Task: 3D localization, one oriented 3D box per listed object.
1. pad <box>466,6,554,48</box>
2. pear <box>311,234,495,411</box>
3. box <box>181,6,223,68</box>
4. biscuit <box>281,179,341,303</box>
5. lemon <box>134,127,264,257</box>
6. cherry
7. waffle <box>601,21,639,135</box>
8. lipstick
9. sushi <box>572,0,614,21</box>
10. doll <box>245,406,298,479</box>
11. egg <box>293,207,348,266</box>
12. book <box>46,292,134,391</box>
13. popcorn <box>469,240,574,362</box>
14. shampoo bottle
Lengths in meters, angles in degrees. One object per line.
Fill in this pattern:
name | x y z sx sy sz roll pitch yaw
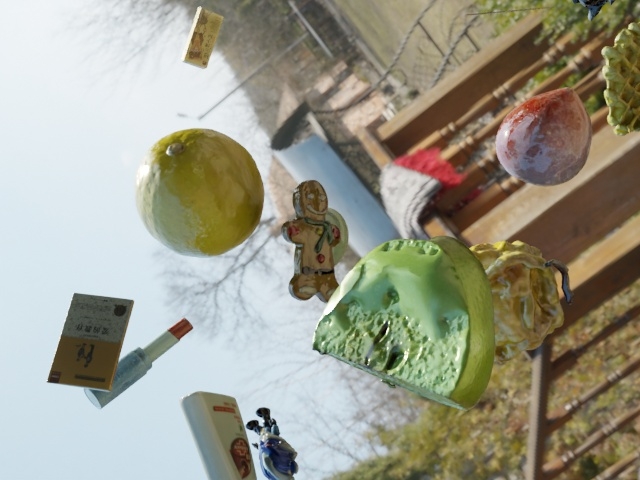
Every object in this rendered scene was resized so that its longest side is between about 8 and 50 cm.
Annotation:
pad | 0.525 -0.615 2.151 0.323 0.250 0.055 -67 -28 -53
pear | 0.201 0.142 1.503 0.342 0.318 0.238 15 170 38
box | -0.310 -0.528 2.014 0.073 0.149 0.020 10 -164 -41
biscuit | -0.015 0.001 1.860 0.197 0.049 0.302 7 -101 -51
lemon | -0.304 -0.122 1.935 0.348 0.348 0.348 51 -173 -9
cherry | 0.566 -0.252 1.922 0.239 0.206 0.239 21 155 10
waffle | 0.720 -0.370 1.709 0.056 0.261 0.250 24 133 59
lipstick | -0.380 0.252 1.651 0.061 0.274 0.068 39 145 18
sushi | 0.581 -0.596 1.673 0.150 0.153 0.172 25 157 -3
doll | -0.088 0.418 1.504 0.070 0.096 0.195 16 -152 -39
egg | 0.000 0.000 2.096 0.149 0.192 0.149 15 161 5
book | -0.410 0.179 1.379 0.012 0.118 0.172 81 -164 -64
popcorn | 0.500 0.136 2.025 0.349 0.381 0.349 14 -119 -27
shampoo bottle | -0.169 0.421 1.414 0.153 0.071 0.284 36 -151 -64
